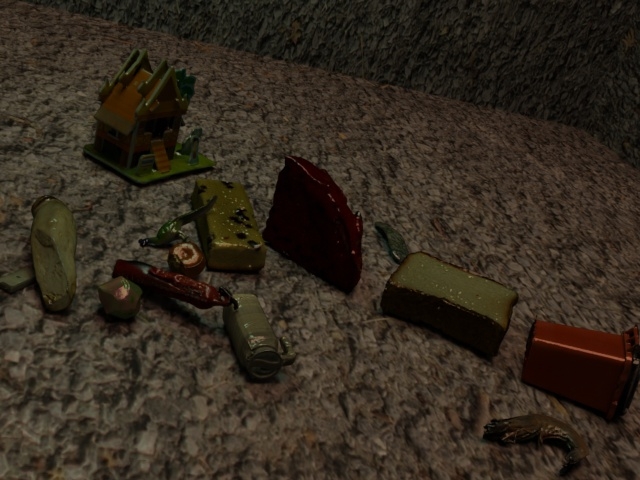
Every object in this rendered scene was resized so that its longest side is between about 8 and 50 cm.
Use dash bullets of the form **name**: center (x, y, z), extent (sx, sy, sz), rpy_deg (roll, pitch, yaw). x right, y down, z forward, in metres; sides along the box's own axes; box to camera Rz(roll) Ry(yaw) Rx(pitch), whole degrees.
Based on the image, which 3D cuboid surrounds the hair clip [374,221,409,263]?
- **hair clip**: center (0.196, -0.003, 2.267), extent (0.066, 0.036, 0.229), rpy_deg (14, 24, -23)

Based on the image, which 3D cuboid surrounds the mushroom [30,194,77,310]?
- **mushroom**: center (-0.533, 0.014, 1.657), extent (0.087, 0.107, 0.333), rpy_deg (-30, 34, 3)

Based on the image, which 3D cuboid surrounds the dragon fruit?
- **dragon fruit**: center (0.000, 0.000, 2.028), extent (0.330, 0.240, 0.302), rpy_deg (59, 14, 26)

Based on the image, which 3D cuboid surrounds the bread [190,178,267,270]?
- **bread**: center (-0.226, -0.042, 2.013), extent (0.138, 0.077, 0.361), rpy_deg (7, 26, -20)

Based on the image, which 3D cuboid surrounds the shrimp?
- **shrimp**: center (0.415, 0.386, 1.585), extent (0.219, 0.046, 0.152), rpy_deg (6, 24, -26)

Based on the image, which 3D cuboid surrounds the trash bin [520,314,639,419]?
- **trash bin**: center (0.570, 0.257, 1.810), extent (0.238, 0.185, 0.161), rpy_deg (17, 23, 11)

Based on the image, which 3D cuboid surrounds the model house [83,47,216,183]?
- **model house**: center (-0.423, -0.352, 2.261), extent (0.242, 0.313, 0.357), rpy_deg (32, 27, 23)

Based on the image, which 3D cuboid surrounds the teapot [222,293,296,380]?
- **teapot**: center (-0.118, 0.186, 1.605), extent (0.107, 0.077, 0.200), rpy_deg (6, 26, -23)

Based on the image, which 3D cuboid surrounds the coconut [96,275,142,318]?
- **coconut**: center (-0.381, 0.111, 1.591), extent (0.081, 0.082, 0.083), rpy_deg (-18, -7, -14)

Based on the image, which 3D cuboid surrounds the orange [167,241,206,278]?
- **orange**: center (-0.290, 0.044, 1.806), extent (0.086, 0.062, 0.086), rpy_deg (4, 53, -6)

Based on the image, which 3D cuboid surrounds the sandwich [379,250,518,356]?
- **sandwich**: center (0.311, 0.138, 1.975), extent (0.301, 0.099, 0.271), rpy_deg (21, 20, 15)

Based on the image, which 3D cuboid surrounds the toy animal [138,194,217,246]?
- **toy animal**: center (-0.309, -0.030, 1.907), extent (0.216, 0.041, 0.075), rpy_deg (-32, 61, -21)

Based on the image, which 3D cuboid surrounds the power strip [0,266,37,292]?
- **power strip**: center (-0.582, 0.075, 1.600), extent (0.040, 0.016, 0.090), rpy_deg (24, 24, 15)

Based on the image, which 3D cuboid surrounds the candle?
- **candle**: center (-0.291, 0.092, 1.664), extent (0.301, 0.059, 0.084), rpy_deg (14, 11, 27)
